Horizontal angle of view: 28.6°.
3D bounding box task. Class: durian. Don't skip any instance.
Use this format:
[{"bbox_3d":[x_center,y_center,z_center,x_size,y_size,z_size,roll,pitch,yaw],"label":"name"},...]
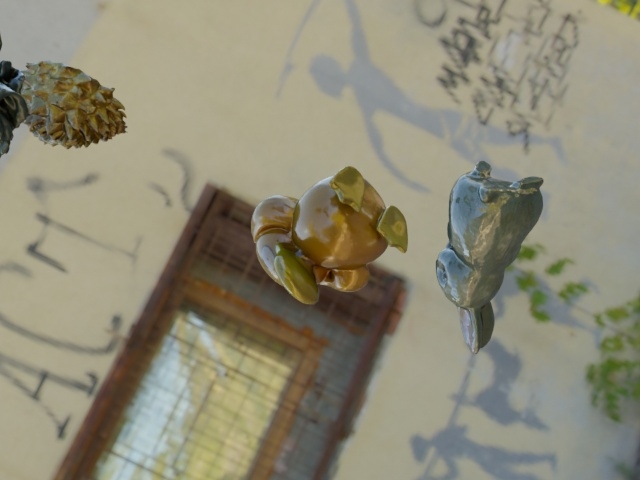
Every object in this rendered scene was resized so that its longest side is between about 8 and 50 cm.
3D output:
[{"bbox_3d":[-0.364,-0.169,1.662,0.140,0.224,0.078,50,-127,-44],"label":"durian"}]

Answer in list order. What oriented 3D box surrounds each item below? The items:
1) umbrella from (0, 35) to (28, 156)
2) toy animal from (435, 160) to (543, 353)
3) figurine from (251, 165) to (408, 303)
[{"bbox_3d":[-0.382,-0.215,1.291,0.143,0.094,0.348,-41,51,26],"label":"umbrella"},{"bbox_3d":[0.187,0.019,1.539,0.138,0.108,0.236,-22,-44,-60],"label":"toy animal"},{"bbox_3d":[0.007,-0.007,1.939,0.228,0.215,0.215,-42,8,11],"label":"figurine"}]
